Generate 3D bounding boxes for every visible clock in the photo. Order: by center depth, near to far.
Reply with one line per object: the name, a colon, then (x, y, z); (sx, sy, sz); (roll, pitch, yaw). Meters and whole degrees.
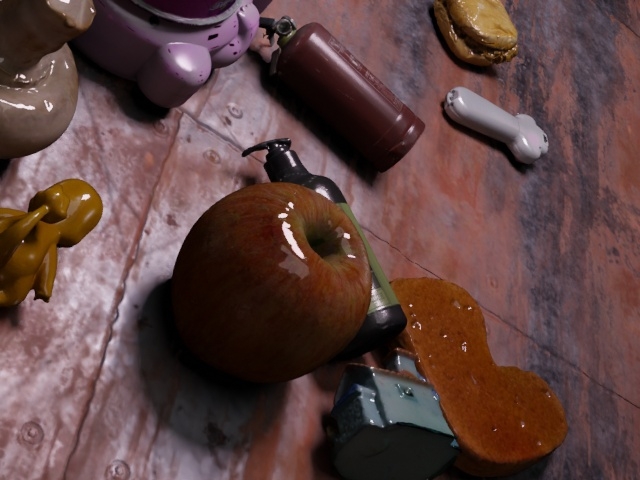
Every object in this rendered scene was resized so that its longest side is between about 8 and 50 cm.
clock: (-0.207, -0.332, 1.434); (0.295, 0.113, 0.322); (38, 42, -16)

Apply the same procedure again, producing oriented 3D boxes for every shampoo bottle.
shampoo bottle: (0.000, 0.000, 1.382); (0.101, 0.101, 0.284); (-9, 67, -47)

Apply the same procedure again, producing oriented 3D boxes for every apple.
apple: (-0.052, 0.045, 1.233); (0.211, 0.188, 0.211); (28, 45, -31)

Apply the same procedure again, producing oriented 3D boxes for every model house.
model house: (0.073, 0.191, 1.307); (0.148, 0.119, 0.149); (22, 37, -29)

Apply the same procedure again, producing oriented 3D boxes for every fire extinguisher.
fire extinguisher: (0.015, -0.214, 1.571); (0.269, 0.105, 0.105); (41, 40, -12)

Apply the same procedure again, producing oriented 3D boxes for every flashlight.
flashlight: (0.277, -0.184, 1.830); (0.200, 0.047, 0.093); (22, 47, -27)

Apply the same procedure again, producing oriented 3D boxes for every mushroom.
mushroom: (-0.329, -0.179, 1.145); (0.206, 0.209, 0.206); (3, 84, -34)

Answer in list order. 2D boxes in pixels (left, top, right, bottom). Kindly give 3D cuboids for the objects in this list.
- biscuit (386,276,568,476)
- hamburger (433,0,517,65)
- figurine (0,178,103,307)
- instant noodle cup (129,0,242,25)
biscuit: (0.192, 0.169, 1.475); (0.262, 0.052, 0.277); (-7, 65, -51)
hamburger: (0.260, -0.360, 1.922); (0.138, 0.083, 0.147); (1, 58, -39)
figurine: (-0.273, -0.015, 1.118); (0.121, 0.122, 0.176); (47, 40, -1)
instant noodle cup: (-0.140, -0.402, 1.315); (0.251, 0.190, 0.251); (22, 49, -29)
